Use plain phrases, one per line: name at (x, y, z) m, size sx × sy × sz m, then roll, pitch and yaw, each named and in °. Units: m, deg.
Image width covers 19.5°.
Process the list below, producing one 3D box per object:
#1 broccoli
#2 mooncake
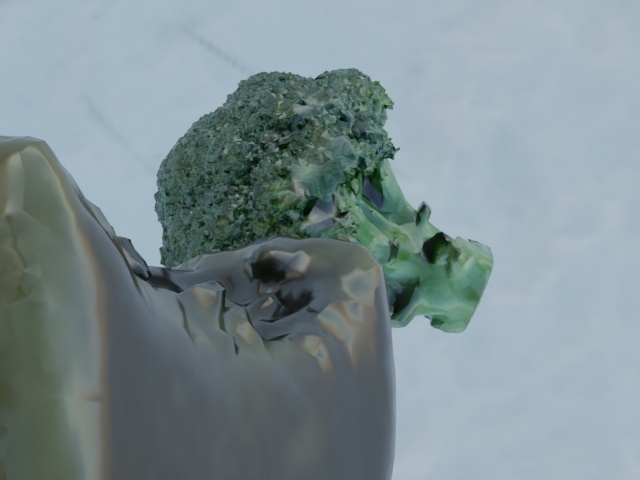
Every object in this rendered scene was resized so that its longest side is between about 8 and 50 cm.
broccoli at (0.000, 0.000, 1.421) m, size 0.270 × 0.270 × 0.270 m, roll 21°, pitch 81°, yaw -12°
mooncake at (-0.139, 0.077, 1.012) m, size 0.394 × 0.246 × 0.393 m, roll 63°, pitch 27°, yaw -29°
